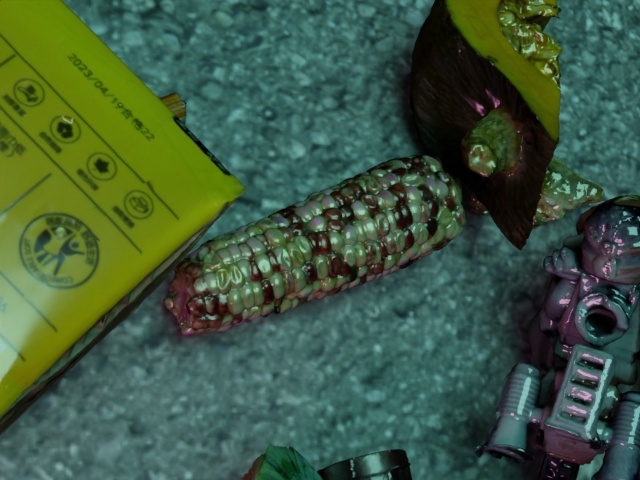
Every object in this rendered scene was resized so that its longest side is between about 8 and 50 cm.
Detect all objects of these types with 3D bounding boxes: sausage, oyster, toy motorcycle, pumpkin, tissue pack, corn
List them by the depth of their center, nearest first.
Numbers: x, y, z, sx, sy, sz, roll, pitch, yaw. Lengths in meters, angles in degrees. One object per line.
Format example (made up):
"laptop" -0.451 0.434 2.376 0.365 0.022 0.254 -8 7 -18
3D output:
"tissue pack" -0.292 -0.053 0.780 0.382 0.228 0.293 46 58 -3
"sausage" -0.159 -0.090 0.977 0.107 0.031 0.031 -26 82 -33
"toy motorcycle" 0.219 0.111 0.981 0.134 0.207 0.401 17 63 14
"corn" 0.000 0.000 0.983 0.280 0.092 0.092 -20 79 -28
"pumpkin" 0.141 -0.128 1.066 0.126 0.131 0.248 14 46 -9
"oyster" 0.177 -0.058 1.130 0.121 0.045 0.146 -39 89 -19

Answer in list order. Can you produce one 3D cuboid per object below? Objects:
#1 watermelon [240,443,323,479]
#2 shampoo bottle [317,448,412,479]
"watermelon" -0.020 0.265 0.818 0.146 0.128 0.231 28 75 -4
"shampoo bottle" 0.067 0.321 0.885 0.129 0.084 0.323 -9 72 -20
